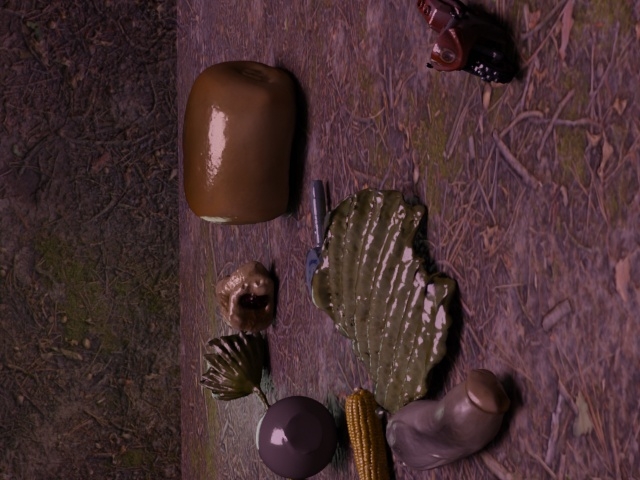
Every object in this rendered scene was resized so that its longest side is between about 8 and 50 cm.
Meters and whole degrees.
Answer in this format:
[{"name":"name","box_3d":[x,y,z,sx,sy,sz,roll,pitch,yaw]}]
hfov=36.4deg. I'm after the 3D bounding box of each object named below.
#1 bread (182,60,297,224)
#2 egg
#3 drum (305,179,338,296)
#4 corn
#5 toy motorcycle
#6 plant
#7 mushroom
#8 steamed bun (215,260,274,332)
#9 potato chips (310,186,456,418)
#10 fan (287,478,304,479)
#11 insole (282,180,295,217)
[{"name":"bread","box_3d":[-0.201,-0.225,2.336,0.348,0.252,0.376,-127,38,-56]},{"name":"egg","box_3d":[-0.053,0.428,2.104,0.232,0.176,0.176,118,145,-63]},{"name":"drum","box_3d":[0.006,0.003,2.059,0.130,0.049,0.253,-152,60,-70]},{"name":"corn","box_3d":[0.090,0.378,1.833,0.067,0.067,0.206,128,133,-64]},{"name":"toy motorcycle","box_3d":[0.188,-0.286,1.346,0.213,0.118,0.084,-112,35,-46]},{"name":"plant","box_3d":[-0.165,0.387,2.640,0.333,0.180,0.251,32,122,28]},{"name":"mushroom","box_3d":[0.190,0.280,1.475,0.351,0.097,0.109,-47,60,60]},{"name":"steamed bun","box_3d":[-0.181,0.132,2.553,0.155,0.140,0.172,-60,38,36]},{"name":"potato chips","box_3d":[0.107,0.121,1.696,0.373,0.097,0.389,63,149,33]},{"name":"fan","box_3d":[-0.062,0.585,2.378,0.082,0.039,0.155,108,154,-49]},{"name":"insole","box_3d":[-0.112,-0.125,2.478,0.322,0.007,0.109,-144,54,-66]}]
